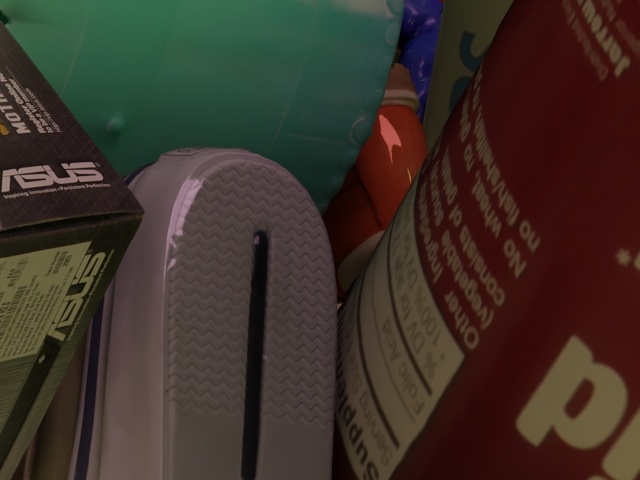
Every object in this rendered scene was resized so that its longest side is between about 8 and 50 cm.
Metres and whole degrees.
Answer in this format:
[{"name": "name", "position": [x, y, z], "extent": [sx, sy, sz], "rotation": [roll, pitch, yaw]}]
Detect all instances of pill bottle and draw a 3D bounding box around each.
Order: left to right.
[{"name": "pill bottle", "position": [0.128, 0.030, 0.623], "extent": [0.224, 0.392, 0.224], "rotation": [16, 39, -14]}]

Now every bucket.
[{"name": "bucket", "position": [-0.110, -0.106, 0.741], "extent": [0.183, 0.281, 0.281], "rotation": [9, 41, -37]}]

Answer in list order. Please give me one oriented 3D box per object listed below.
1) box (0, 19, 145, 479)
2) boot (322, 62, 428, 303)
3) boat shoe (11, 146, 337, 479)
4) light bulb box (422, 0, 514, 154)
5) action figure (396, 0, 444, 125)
[{"name": "box", "position": [-0.161, 0.013, 0.597], "extent": [0.056, 0.231, 0.183], "rotation": [-12, 53, -44]}, {"name": "boot", "position": [0.000, 0.000, 0.790], "extent": [0.059, 0.158, 0.084], "rotation": [-9, 70, -27]}, {"name": "boat shoe", "position": [-0.055, 0.121, 0.601], "extent": [0.109, 0.094, 0.302], "rotation": [20, 69, -37]}, {"name": "light bulb box", "position": [0.222, -0.167, 0.869], "extent": [0.225, 0.358, 0.361], "rotation": [22, 47, 14]}, {"name": "action figure", "position": [0.059, -0.134, 0.985], "extent": [0.091, 0.139, 0.280], "rotation": [28, 35, 0]}]
